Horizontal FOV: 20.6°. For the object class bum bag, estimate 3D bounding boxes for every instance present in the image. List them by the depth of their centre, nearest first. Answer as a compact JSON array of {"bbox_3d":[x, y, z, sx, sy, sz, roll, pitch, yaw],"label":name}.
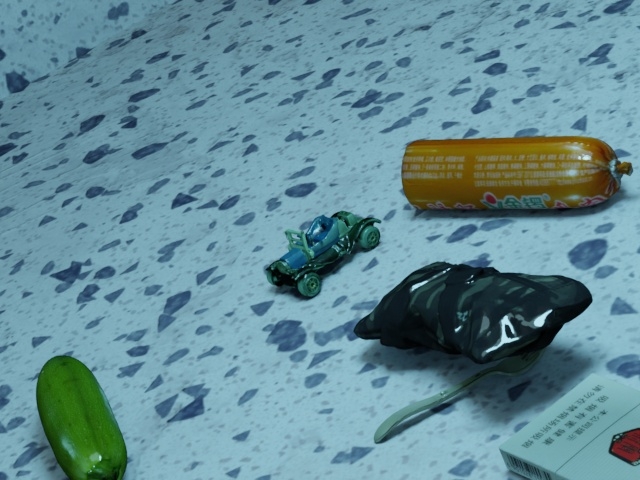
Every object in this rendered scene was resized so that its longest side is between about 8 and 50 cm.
[{"bbox_3d":[0.150,0.075,1.907,0.144,0.095,0.340,-28,16,-23],"label":"bum bag"}]

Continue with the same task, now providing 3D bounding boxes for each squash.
[{"bbox_3d":[-0.276,0.216,2.031,0.082,0.082,0.292,-26,27,-8],"label":"squash"}]

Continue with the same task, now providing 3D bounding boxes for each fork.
[{"bbox_3d":[0.152,0.159,1.868,0.219,0.028,0.034,-31,34,-7],"label":"fork"}]

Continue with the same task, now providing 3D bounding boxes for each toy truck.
[{"bbox_3d":[-0.001,0.001,2.229,0.154,0.078,0.080,-37,30,-28],"label":"toy truck"}]

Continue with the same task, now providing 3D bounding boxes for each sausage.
[{"bbox_3d":[0.247,-0.083,2.175,0.312,0.093,0.093,1,34,39],"label":"sausage"}]

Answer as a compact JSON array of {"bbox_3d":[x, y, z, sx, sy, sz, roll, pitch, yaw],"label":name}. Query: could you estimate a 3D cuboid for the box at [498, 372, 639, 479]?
[{"bbox_3d":[0.294,0.202,1.649,0.139,0.035,0.245,-33,27,-22],"label":"box"}]
